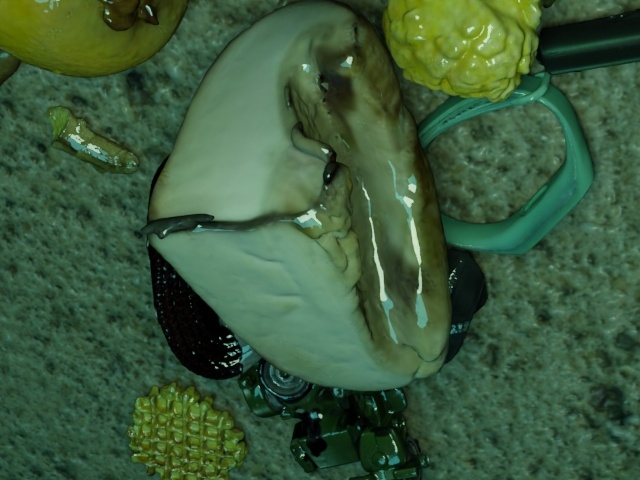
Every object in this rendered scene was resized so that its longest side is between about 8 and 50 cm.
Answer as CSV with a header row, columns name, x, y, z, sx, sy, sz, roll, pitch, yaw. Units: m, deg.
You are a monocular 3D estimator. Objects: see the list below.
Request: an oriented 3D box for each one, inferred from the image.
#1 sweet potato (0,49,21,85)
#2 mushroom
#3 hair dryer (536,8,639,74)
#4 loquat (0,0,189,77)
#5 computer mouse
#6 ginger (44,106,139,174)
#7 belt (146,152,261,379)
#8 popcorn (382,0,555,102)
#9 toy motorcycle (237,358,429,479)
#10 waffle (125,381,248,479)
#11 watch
name,x,y,z,sx,sy,sz,roll,pitch,yaw
sweet potato,-0.430,-0.205,1.580,0.205,0.060,0.068,-29,71,30
mushroom,0.013,-0.023,1.406,0.224,0.314,0.397,-10,138,26
hair dryer,0.348,-0.257,1.294,0.302,0.116,0.244,-8,115,29
loquat,-0.258,-0.300,1.340,0.274,0.275,0.275,8,122,12
computer mouse,0.139,0.091,1.578,0.105,0.062,0.192,27,122,0
ginger,-0.291,-0.119,1.596,0.137,0.044,0.057,31,106,-5
belt,-0.123,0.017,1.563,0.184,0.164,0.289,-3,120,-11
popcorn,0.153,-0.229,1.327,0.170,0.180,0.180,-25,115,-11
toy motorcycle,0.020,0.235,1.662,0.205,0.127,0.275,-16,111,22
waffle,-0.192,0.283,1.806,0.191,0.038,0.191,8,122,13
watch,0.204,-0.088,1.454,0.195,0.068,0.237,39,127,-5
